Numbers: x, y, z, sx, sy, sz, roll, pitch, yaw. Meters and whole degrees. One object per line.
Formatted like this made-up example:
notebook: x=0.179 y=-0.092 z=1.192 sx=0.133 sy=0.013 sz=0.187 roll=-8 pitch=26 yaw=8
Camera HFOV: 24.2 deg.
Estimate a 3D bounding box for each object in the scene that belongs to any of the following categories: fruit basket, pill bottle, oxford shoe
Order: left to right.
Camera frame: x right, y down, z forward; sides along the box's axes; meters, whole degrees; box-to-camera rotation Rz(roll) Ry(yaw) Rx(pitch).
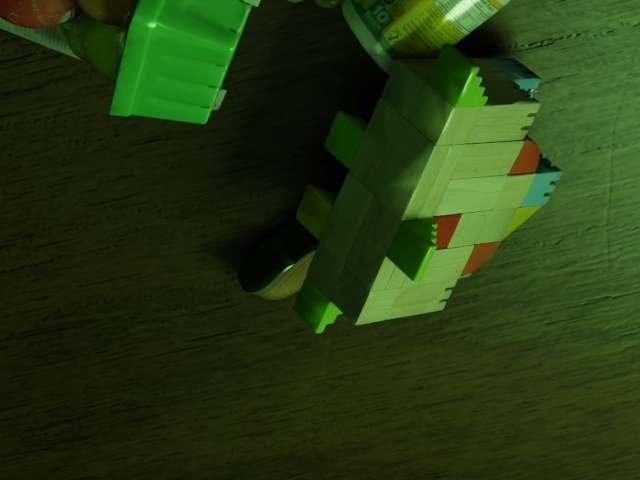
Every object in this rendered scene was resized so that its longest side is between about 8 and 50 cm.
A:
fruit basket: x=-0.242 y=-0.274 z=1.567 sx=0.353 sy=0.165 sz=0.327 roll=27 pitch=156 yaw=-2
oxford shoe: x=0.000 y=0.000 z=1.826 sx=0.212 sy=0.076 sz=0.076 roll=-36 pitch=144 yaw=16
pill bottle: x=0.136 y=-0.279 z=1.622 sx=0.208 sy=0.117 sz=0.117 roll=-37 pitch=114 yaw=17

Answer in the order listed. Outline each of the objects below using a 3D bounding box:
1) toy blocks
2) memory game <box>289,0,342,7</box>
toy blocks: x=0.153 y=-0.061 z=1.695 sx=0.261 sy=0.191 sz=0.381 roll=-8 pitch=131 yaw=-42
memory game: x=0.013 y=-0.334 z=1.627 sx=0.186 sy=0.012 sz=0.186 roll=-7 pitch=130 yaw=-8
